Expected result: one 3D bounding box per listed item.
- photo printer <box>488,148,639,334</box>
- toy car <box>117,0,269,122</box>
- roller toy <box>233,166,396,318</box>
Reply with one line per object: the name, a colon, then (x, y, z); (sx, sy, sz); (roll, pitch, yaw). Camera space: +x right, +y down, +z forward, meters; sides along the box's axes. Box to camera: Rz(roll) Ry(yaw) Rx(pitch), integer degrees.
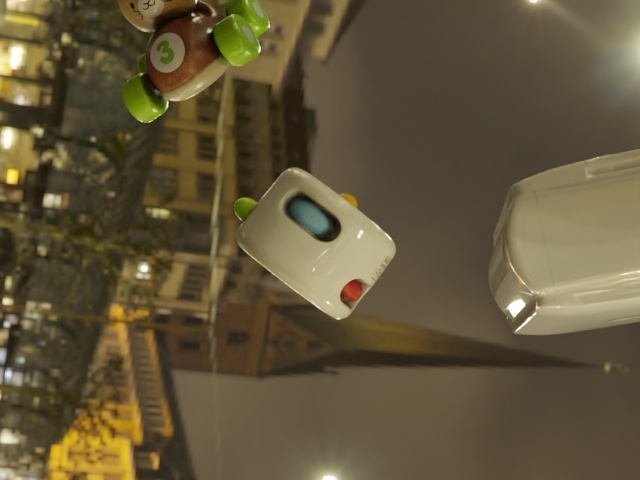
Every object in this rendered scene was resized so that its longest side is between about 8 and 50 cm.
photo printer: (0.258, 0.003, 0.914); (0.307, 0.256, 0.107); (61, 19, -81)
toy car: (-0.174, -0.254, 1.281); (0.155, 0.188, 0.149); (-28, -156, 20)
roller toy: (0.000, 0.000, 1.594); (0.146, 0.209, 0.191); (-52, -153, -1)
